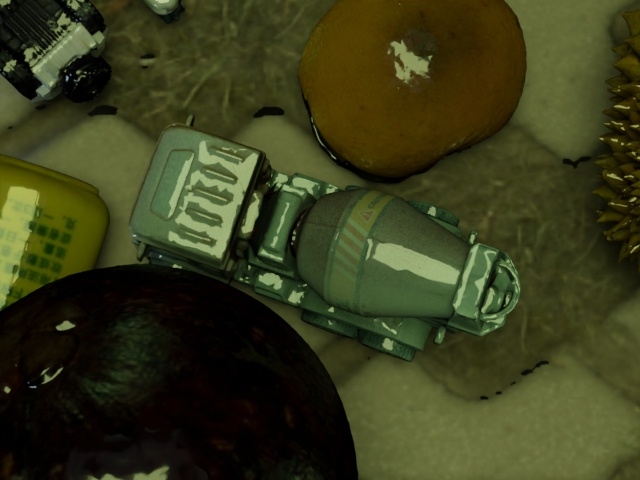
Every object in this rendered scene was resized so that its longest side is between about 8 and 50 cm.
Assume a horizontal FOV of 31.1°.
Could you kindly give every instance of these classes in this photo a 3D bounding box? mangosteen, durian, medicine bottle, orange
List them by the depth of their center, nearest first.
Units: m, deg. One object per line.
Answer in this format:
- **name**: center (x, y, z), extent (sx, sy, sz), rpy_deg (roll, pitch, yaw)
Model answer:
- **mangosteen**: center (-0.105, 0.155, 0.673), extent (0.288, 0.288, 0.288), rpy_deg (0, 82, -1)
- **medicine bottle**: center (-0.239, 0.094, 0.780), extent (0.111, 0.076, 0.309), rpy_deg (18, 82, -2)
- **durian**: center (0.266, -0.067, 0.786), extent (0.138, 0.183, 0.250), rpy_deg (9, 85, 37)
- **orange**: center (0.066, -0.121, 0.802), extent (0.160, 0.112, 0.170), rpy_deg (12, 94, 0)

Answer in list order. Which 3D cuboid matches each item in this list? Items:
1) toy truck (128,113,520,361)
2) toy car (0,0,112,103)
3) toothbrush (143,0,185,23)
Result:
- **toy truck**: center (0.000, 0.000, 0.764), extent (0.256, 0.140, 0.108), rpy_deg (20, 83, 2)
- **toy car**: center (-0.218, -0.165, 0.818), extent (0.170, 0.070, 0.080), rpy_deg (44, 84, 7)
- **toothbrush**: center (-0.248, -0.315, 0.853), extent (0.042, 0.040, 0.418), rpy_deg (-44, 85, -4)
